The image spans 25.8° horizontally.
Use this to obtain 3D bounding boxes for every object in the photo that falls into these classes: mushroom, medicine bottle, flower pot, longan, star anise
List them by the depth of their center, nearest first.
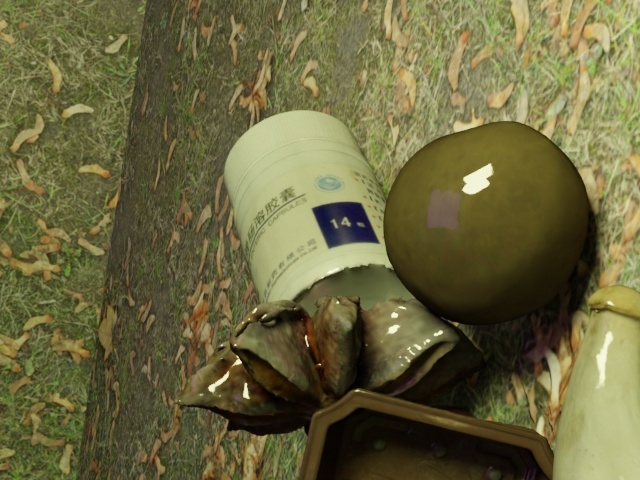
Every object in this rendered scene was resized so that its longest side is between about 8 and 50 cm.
[{"bbox_3d":[0.248,0.171,1.192,0.118,0.103,0.270,130,147,-50],"label":"mushroom"},{"bbox_3d":[0.158,-0.016,1.346,0.220,0.196,0.197,-17,66,58],"label":"longan"},{"bbox_3d":[0.107,0.241,1.358,0.084,0.251,0.179,-37,-40,-80],"label":"flower pot"},{"bbox_3d":[0.013,0.132,1.478,0.331,0.331,0.118,139,130,-56],"label":"star anise"},{"bbox_3d":[0.000,0.000,1.699,0.332,0.190,0.190,-111,38,-49],"label":"medicine bottle"}]

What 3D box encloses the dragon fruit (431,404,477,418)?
[{"bbox_3d":[0.127,0.226,1.451,0.147,0.096,0.102,178,95,-68],"label":"dragon fruit"}]
